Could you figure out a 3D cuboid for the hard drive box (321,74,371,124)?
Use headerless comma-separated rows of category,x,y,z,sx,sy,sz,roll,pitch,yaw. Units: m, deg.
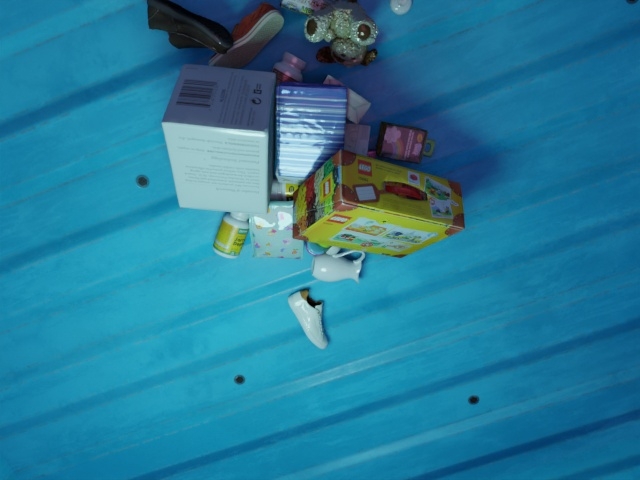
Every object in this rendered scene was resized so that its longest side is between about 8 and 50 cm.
hard drive box,0.078,-0.519,1.784,0.181,0.232,0.089,32,105,-10

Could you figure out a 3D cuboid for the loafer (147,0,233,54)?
loafer,-0.467,-0.740,1.734,0.366,0.134,0.130,33,119,17

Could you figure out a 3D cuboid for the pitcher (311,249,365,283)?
pitcher,0.074,0.095,2.033,0.207,0.125,0.177,7,123,-9

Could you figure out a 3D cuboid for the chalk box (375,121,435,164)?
chalk box,0.334,-0.376,1.889,0.213,0.132,0.132,10,106,-5

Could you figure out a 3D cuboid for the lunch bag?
lunch bag,-0.170,-0.060,1.935,0.224,0.160,0.262,1,134,-1

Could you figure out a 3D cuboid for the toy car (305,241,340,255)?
toy car,0.000,0.000,1.980,0.159,0.182,0.136,45,108,-2

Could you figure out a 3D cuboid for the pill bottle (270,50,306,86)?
pill bottle,-0.140,-0.583,1.817,0.121,0.121,0.216,27,106,-9

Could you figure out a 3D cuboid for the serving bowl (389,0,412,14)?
serving bowl,0.296,-0.873,1.781,0.084,0.027,0.083,0,109,-1

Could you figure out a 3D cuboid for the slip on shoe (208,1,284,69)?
slip on shoe,-0.283,-0.736,1.784,0.331,0.123,0.101,-37,71,16

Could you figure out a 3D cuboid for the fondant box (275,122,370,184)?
fondant box,0.011,-0.328,1.853,0.331,0.096,0.238,7,81,4

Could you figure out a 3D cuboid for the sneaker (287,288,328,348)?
sneaker,-0.022,0.344,2.125,0.123,0.106,0.290,-28,105,10

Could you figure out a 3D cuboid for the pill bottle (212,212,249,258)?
pill bottle,-0.355,-0.041,1.990,0.118,0.117,0.208,21,106,-8

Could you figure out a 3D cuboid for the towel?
towel,-0.035,-0.381,1.712,0.244,0.040,0.335,3,118,2

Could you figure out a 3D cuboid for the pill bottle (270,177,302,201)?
pill bottle,-0.094,-0.204,1.942,0.209,0.119,0.119,-3,108,0

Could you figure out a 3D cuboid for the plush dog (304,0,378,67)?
plush dog,0.094,-0.731,1.751,0.263,0.210,0.225,10,144,14

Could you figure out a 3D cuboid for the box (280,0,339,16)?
box,-0.030,-0.860,1.735,0.207,0.036,0.114,11,123,-20

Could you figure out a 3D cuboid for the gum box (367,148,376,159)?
gum box,0.169,-0.267,1.955,0.107,0.062,0.188,-4,108,0

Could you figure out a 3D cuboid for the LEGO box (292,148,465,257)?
LEGO box,0.197,-0.107,1.757,0.501,0.372,0.193,11,67,-26

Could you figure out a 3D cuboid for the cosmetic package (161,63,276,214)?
cosmetic package,-0.329,-0.346,1.705,0.328,0.329,0.393,4,143,-3
